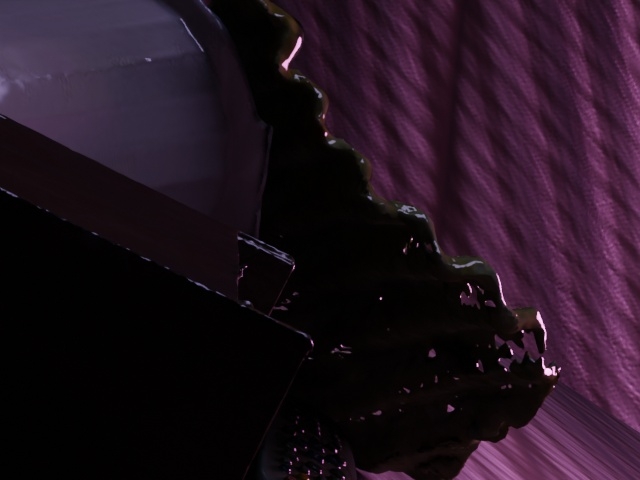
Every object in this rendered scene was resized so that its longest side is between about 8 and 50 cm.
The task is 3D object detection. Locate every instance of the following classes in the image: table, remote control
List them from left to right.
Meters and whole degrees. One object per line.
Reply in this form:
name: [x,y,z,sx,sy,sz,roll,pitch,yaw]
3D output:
table: [-0.129,0.056,0.651,0.193,0.172,0.169,26,8,-8]
remote control: [-0.013,0.149,1.036,0.072,0.042,0.222,30,8,-5]

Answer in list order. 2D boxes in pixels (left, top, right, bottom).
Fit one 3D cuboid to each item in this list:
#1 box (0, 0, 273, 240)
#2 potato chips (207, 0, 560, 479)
box: [-0.211,-0.051,0.976,0.206,0.291,0.262,-14,76,-55]
potato chips: [0.000,0.004,1.082,0.373,0.097,0.389,52,-24,18]
